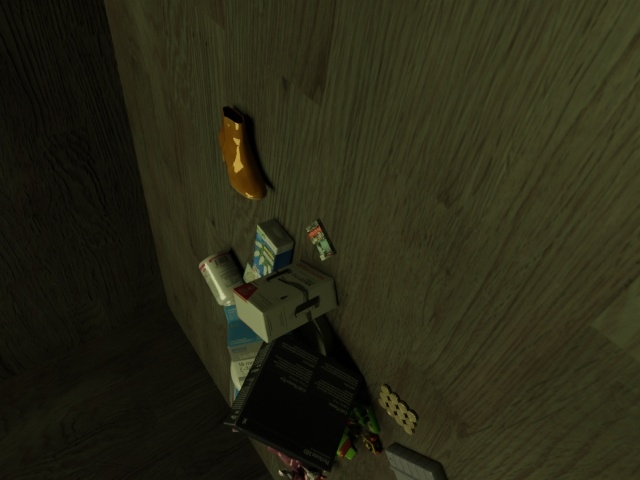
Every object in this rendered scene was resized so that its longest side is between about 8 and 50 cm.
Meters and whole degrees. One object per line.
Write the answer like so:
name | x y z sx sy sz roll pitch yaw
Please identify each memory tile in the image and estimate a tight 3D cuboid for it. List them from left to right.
memory tile | 0.239 0.523 1.356 0.148 0.012 0.113 38 141 38

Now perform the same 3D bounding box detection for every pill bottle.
pill bottle | -0.434 0.203 2.044 0.283 0.160 0.160 59 150 10

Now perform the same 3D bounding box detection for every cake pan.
cake pan | -0.047 0.331 1.627 0.293 0.054 0.293 38 141 39

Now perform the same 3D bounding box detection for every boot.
boot | -0.264 -0.295 1.458 0.295 0.104 0.211 52 149 29

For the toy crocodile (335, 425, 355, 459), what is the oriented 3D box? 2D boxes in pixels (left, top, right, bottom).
toy crocodile | 0.070 0.760 1.640 0.105 0.115 0.341 32 154 24

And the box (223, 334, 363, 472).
box | -0.085 0.525 1.440 0.343 0.313 0.179 31 150 -9

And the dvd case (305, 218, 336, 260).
dvd case | 0.000 0.000 1.346 0.120 0.013 0.087 64 151 4

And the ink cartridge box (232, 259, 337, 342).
ink cartridge box | -0.111 0.184 1.404 0.197 0.272 0.114 24 128 49

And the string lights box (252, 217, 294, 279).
string lights box | -0.177 0.063 1.600 0.133 0.076 0.260 48 143 30

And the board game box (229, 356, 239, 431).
board game box | -0.425 0.777 2.308 0.302 0.086 0.309 -127 41 -64

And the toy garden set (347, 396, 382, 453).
toy garden set | 0.122 0.662 1.608 0.244 0.049 0.204 1 113 58

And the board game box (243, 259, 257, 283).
board game box | -0.297 0.168 1.932 0.103 0.026 0.154 55 149 17

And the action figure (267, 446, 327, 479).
action figure | -0.096 1.047 2.048 0.370 0.248 0.276 26 133 52

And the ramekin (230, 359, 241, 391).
ramekin | -0.231 0.528 1.860 0.277 0.277 0.135 55 141 17

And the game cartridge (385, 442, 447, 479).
game cartridge | 0.346 0.835 1.375 0.230 0.068 0.355 -11 102 64

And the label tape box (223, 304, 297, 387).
label tape box | -0.211 0.391 1.628 0.106 0.240 0.334 -97 -6 -69
